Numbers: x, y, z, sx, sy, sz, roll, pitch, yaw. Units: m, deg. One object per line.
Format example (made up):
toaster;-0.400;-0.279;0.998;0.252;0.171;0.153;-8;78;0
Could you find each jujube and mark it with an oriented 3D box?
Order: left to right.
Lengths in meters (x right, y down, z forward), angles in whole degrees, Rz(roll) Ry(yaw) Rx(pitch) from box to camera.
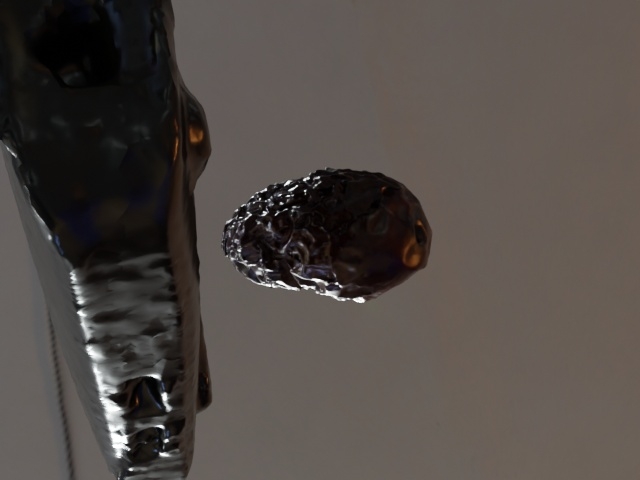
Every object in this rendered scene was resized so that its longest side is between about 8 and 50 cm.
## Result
jujube;-0.002;-0.002;0.870;0.166;0.104;0.104;-6;-108;30

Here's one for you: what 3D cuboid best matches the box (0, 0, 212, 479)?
box;-0.124;-0.080;0.630;0.091;0.350;0.359;-10;-118;-10
